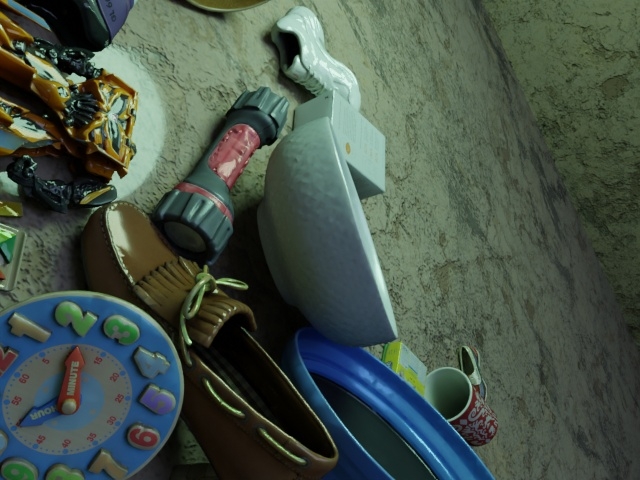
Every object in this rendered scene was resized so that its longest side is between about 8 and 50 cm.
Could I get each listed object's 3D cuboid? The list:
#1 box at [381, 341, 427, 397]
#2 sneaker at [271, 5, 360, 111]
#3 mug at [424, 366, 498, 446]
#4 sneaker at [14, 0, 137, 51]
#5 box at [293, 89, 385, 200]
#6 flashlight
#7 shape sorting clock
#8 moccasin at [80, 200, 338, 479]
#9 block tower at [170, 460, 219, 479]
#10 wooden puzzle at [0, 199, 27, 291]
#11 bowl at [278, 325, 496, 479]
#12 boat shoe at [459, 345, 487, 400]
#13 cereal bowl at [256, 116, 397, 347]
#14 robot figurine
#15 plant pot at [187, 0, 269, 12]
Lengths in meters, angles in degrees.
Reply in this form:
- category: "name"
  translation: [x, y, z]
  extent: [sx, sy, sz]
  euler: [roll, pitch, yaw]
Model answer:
- category: "box"
  translation: [0.145, 0.288, 1.087]
  extent: [0.105, 0.043, 0.179]
  euler: [47, 40, -32]
- category: "sneaker"
  translation: [-0.018, -0.308, 1.100]
  extent: [0.232, 0.090, 0.115]
  euler: [53, 45, -10]
- category: "mug"
  translation: [0.266, 0.350, 1.195]
  extent: [0.169, 0.150, 0.113]
  euler: [44, 7, -40]
- category: "sneaker"
  translation: [-0.333, -0.331, 0.659]
  extent: [0.283, 0.107, 0.124]
  euler: [39, 53, -38]
- category: "box"
  translation: [0.036, -0.166, 1.092]
  extent: [0.170, 0.091, 0.130]
  euler: [32, 51, -43]
- category: "flashlight"
  translation: [-0.125, -0.103, 0.828]
  extent: [0.103, 0.103, 0.304]
  euler: [27, 52, -2]
- category: "shape sorting clock"
  translation: [-0.230, 0.146, 0.549]
  extent: [0.206, 0.040, 0.206]
  euler: [-3, 101, -18]
- category: "moccasin"
  translation: [-0.123, 0.104, 0.646]
  extent: [0.380, 0.147, 0.139]
  euler: [54, 24, 16]
- category: "block tower"
  translation: [-0.146, 0.390, 0.605]
  extent: [0.091, 0.097, 0.335]
  euler: [47, 40, -31]
- category: "wooden puzzle"
  translation: [-0.329, 0.009, 0.587]
  extent: [0.079, 0.014, 0.116]
  euler: [18, 62, -49]
- category: "bowl"
  translation: [0.094, 0.275, 0.810]
  extent: [0.391, 0.077, 0.391]
  euler: [39, 8, -6]
- category: "boat shoe"
  translation: [0.336, 0.302, 1.334]
  extent: [0.043, 0.049, 0.136]
  euler: [26, 53, -42]
- category: "cereal bowl"
  translation: [0.000, 0.000, 0.881]
  extent: [0.339, 0.141, 0.338]
  euler: [-17, 90, -82]
- category: "robot figurine"
  translation: [-0.310, -0.152, 0.622]
  extent: [0.291, 0.085, 0.210]
  euler: [25, 57, -46]
- category: "plant pot"
  translation: [-0.153, -0.528, 0.908]
  extent: [0.237, 0.237, 0.254]
  euler: [-1, 62, -54]
